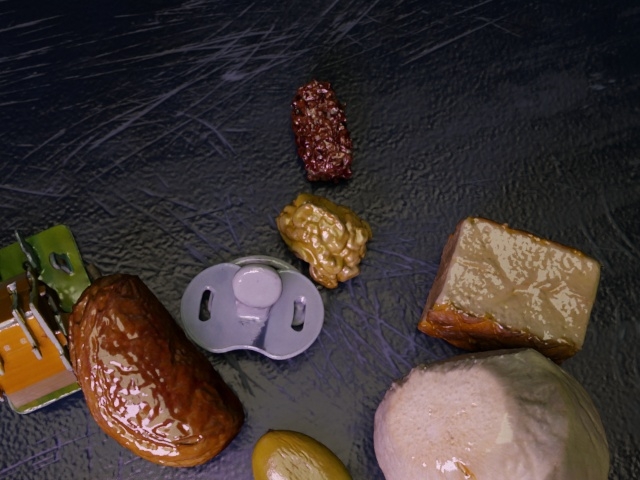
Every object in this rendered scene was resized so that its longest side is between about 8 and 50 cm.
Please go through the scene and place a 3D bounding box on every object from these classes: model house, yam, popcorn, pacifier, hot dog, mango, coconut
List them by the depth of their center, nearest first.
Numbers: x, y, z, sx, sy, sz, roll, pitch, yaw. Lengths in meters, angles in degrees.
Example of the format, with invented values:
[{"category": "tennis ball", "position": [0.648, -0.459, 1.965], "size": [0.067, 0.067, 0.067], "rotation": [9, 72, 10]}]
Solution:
[{"category": "coconut", "position": [0.302, 0.368, 1.787], "size": [0.415, 0.415, 0.345], "rotation": [14, 70, 2]}, {"category": "hot dog", "position": [-0.310, 0.239, 1.828], "size": [0.174, 0.267, 0.388], "rotation": [-40, 87, 19]}, {"category": "model house", "position": [-0.548, 0.106, 1.845], "size": [0.242, 0.313, 0.358], "rotation": [-21, 76, -8]}, {"category": "mango", "position": [-0.021, 0.446, 1.884], "size": [0.237, 0.091, 0.137], "rotation": [28, 82, 0]}, {"category": "pacifier", "position": [-0.128, 0.101, 1.910], "size": [0.278, 0.207, 0.228], "rotation": [6, 61, 0]}, {"category": "popcorn", "position": [0.016, -0.011, 1.977], "size": [0.163, 0.140, 0.194], "rotation": [-33, 80, -4]}, {"category": "yam", "position": [-0.430, 0.095, 1.998], "size": [0.021, 0.021, 0.116], "rotation": [-34, 78, -9]}]

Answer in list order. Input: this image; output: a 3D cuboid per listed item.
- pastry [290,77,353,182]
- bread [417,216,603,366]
[{"category": "pastry", "position": [0.003, -0.221, 2.048], "size": [0.115, 0.097, 0.209], "rotation": [-14, 77, -11]}, {"category": "bread", "position": [0.351, 0.104, 1.885], "size": [0.279, 0.279, 0.207], "rotation": [19, 74, 5]}]
